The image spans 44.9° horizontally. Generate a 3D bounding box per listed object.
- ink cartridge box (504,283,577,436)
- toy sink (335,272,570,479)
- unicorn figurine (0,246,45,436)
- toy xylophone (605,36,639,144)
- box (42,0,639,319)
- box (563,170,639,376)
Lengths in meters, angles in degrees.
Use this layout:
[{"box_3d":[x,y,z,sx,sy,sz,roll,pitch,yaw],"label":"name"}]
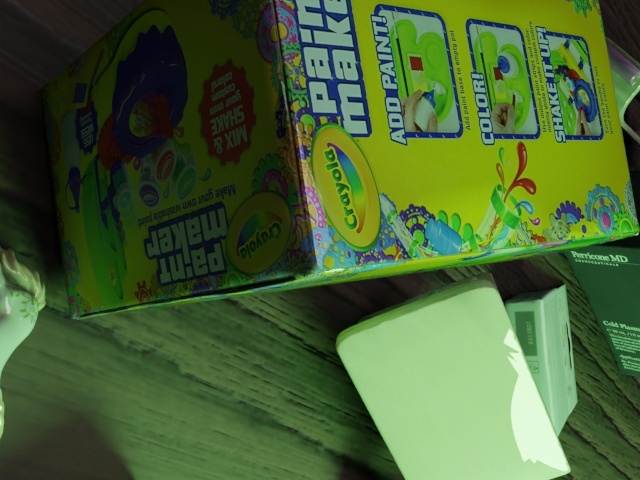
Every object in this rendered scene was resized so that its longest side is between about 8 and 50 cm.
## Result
[{"box_3d":[0.312,0.164,1.085,0.232,0.066,0.189,-5,90,-69],"label":"ink cartridge box"},{"box_3d":[0.125,0.127,0.762,0.131,0.152,0.234,-89,154,-63],"label":"toy sink"},{"box_3d":[-0.222,0.070,0.479,0.111,0.060,0.162,54,51,-29],"label":"unicorn figurine"},{"box_3d":[0.548,-0.192,1.272,0.322,0.081,0.236,18,33,-51],"label":"toy xylophone"},{"box_3d":[0.003,-0.056,0.532,0.279,0.290,0.177,-6,86,-40],"label":"box"},{"box_3d":[0.591,0.067,1.154,0.179,0.343,0.312,-50,123,-25],"label":"box"}]
